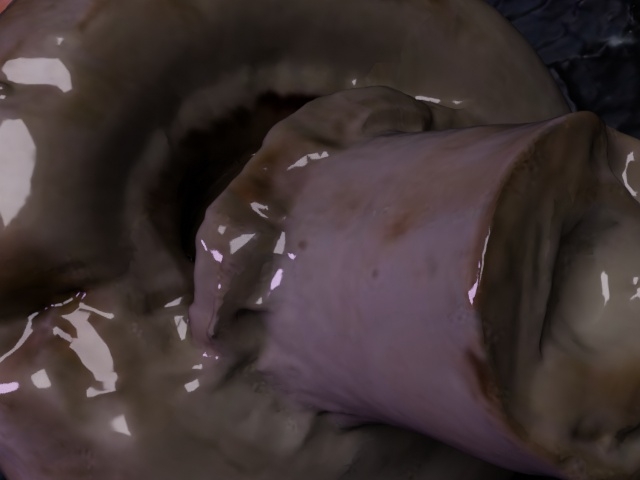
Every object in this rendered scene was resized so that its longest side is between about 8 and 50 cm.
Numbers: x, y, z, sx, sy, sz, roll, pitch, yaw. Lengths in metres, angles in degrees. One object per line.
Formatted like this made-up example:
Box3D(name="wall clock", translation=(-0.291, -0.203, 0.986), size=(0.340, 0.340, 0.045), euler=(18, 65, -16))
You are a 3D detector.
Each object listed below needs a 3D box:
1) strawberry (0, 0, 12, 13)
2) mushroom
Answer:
Box3D(name="strawberry", translation=(-0.137, -0.089, 0.713), size=(0.190, 0.111, 0.236), euler=(-53, 38, 2))
Box3D(name="mushroom", translation=(0.000, 0.000, 0.489), size=(0.290, 0.292, 0.293), euler=(-11, 51, 64))
